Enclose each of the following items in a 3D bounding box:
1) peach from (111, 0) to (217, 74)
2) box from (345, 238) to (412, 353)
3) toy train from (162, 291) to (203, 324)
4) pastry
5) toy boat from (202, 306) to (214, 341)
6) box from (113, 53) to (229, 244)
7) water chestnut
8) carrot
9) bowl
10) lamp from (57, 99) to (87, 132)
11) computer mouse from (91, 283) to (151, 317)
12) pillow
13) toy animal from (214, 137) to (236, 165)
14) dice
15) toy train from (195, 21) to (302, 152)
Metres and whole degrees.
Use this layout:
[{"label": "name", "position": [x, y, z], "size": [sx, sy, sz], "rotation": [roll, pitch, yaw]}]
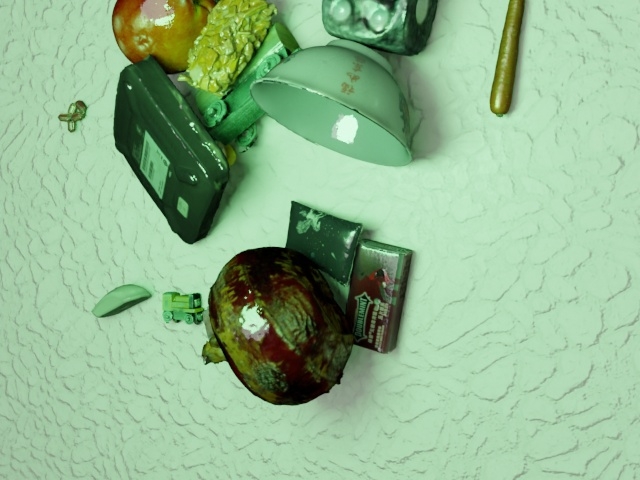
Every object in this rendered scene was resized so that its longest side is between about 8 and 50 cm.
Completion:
[{"label": "peach", "position": [-0.339, -0.476, 1.617], "size": [0.243, 0.200, 0.244], "rotation": [3, 136, 3]}, {"label": "box", "position": [0.118, 0.117, 1.544], "size": [0.120, 0.069, 0.224], "rotation": [16, 105, 24]}, {"label": "toy train", "position": [-0.336, 0.166, 1.782], "size": [0.122, 0.050, 0.081], "rotation": [-1, 89, 27]}, {"label": "pastry", "position": [-0.201, -0.411, 1.523], "size": [0.154, 0.102, 0.250], "rotation": [31, 85, 41]}, {"label": "toy boat", "position": [-0.146, 0.244, 1.689], "size": [0.206, 0.096, 0.282], "rotation": [-36, 93, 22]}, {"label": "box", "position": [-0.342, -0.189, 1.631], "size": [0.350, 0.091, 0.359], "rotation": [55, 151, 11]}, {"label": "water chestnut", "position": [-0.106, 0.185, 1.486], "size": [0.302, 0.350, 0.351], "rotation": [-30, 83, 8]}, {"label": "carrot", "position": [0.357, -0.358, 1.382], "size": [0.043, 0.043, 0.248], "rotation": [12, 99, 24]}, {"label": "bowl", "position": [0.048, -0.285, 1.416], "size": [0.345, 0.345, 0.157], "rotation": [22, 83, 22]}, {"label": "lamp", "position": [-0.633, -0.325, 1.872], "size": [0.063, 0.031, 0.083], "rotation": [47, 110, 12]}, {"label": "computer mouse", "position": [-0.509, 0.149, 1.842], "size": [0.181, 0.089, 0.056], "rotation": [-26, 75, 28]}, {"label": "pillow", "position": [0.000, 0.000, 1.569], "size": [0.208, 0.055, 0.142], "rotation": [25, 109, 40]}, {"label": "toy animal", "position": [-0.260, -0.191, 1.677], "size": [0.114, 0.082, 0.091], "rotation": [-41, 82, 25]}, {"label": "dice", "position": [0.118, -0.463, 1.406], "size": [0.183, 0.181, 0.183], "rotation": [20, 103, 23]}, {"label": "toy train", "position": [-0.146, -0.331, 1.596], "size": [0.307, 0.126, 0.190], "rotation": [-35, 43, 24]}]
